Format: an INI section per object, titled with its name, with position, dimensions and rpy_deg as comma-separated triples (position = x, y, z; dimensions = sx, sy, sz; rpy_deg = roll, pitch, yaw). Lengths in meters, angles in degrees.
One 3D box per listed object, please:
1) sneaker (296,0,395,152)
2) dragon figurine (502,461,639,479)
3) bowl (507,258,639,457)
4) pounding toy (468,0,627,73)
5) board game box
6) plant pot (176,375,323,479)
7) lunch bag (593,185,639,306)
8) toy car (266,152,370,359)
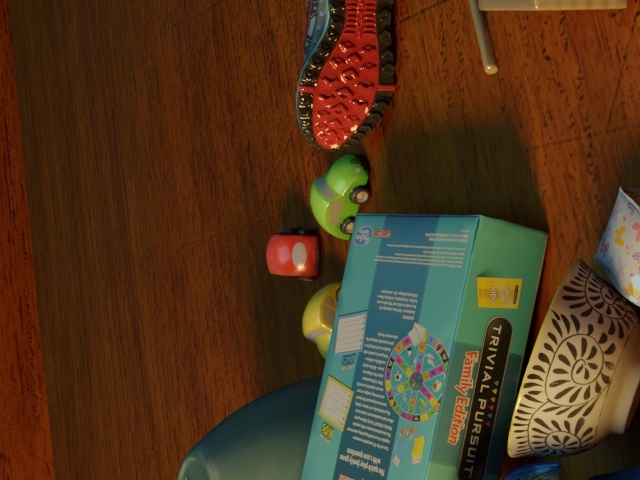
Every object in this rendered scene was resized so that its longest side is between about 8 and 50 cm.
[sneaker]
position = 0.032, -0.227, 1.652
dimensions = 0.125, 0.104, 0.261
rpy_deg = -113, 33, -74
[dragon figurine]
position = 0.198, 0.219, 1.197
dimensions = 0.289, 0.144, 0.085
rpy_deg = 136, 129, -57
[bowl]
position = 0.216, 0.106, 1.204
dimensions = 0.170, 0.080, 0.170
rpy_deg = 20, -90, -73
[pounding toy]
position = 0.186, -0.234, 1.300
dimensions = 0.206, 0.094, 0.181
rpy_deg = -151, 59, -73
[board game box]
position = 0.087, 0.145, 1.441
dimensions = 0.254, 0.079, 0.336
rpy_deg = 4, 81, 66
[plant pot]
position = -0.048, 0.294, 1.672
dimensions = 0.290, 0.195, 0.290
rpy_deg = 180, 90, -66
[lunch bag]
position = 0.257, 0.008, 1.180
dimensions = 0.083, 0.053, 0.071
rpy_deg = -114, 35, -59
[toy car]
position = 0.000, 0.000, 1.737
dimensions = 0.239, 0.053, 0.225
rpy_deg = -121, 39, -48
